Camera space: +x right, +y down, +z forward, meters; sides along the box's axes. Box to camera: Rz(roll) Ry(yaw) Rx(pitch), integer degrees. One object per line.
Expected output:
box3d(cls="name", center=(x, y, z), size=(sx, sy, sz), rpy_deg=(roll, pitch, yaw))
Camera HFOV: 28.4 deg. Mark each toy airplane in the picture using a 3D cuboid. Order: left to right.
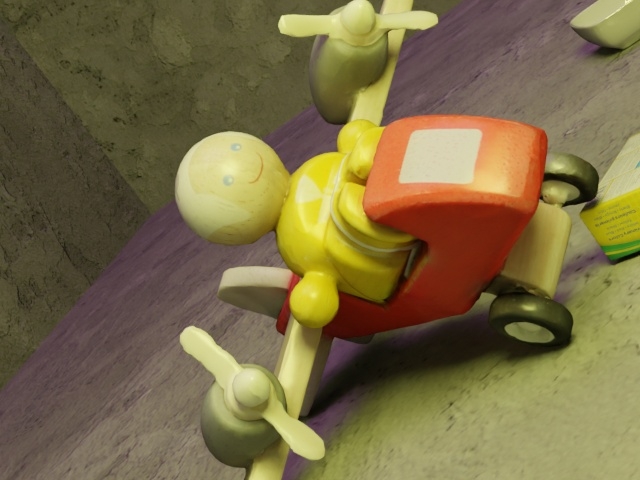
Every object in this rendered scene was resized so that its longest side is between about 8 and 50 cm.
box3d(cls="toy airplane", center=(0.000, 0.000, 1.007), size=(0.384, 0.272, 0.386), rpy_deg=(-57, 24, 19))

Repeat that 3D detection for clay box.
box3d(cls="clay box", center=(0.311, -0.068, 0.931), size=(0.222, 0.053, 0.127), rpy_deg=(-24, 17, 44))

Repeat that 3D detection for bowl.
box3d(cls="bowl", center=(0.392, -0.289, 1.579), size=(0.142, 0.053, 0.142), rpy_deg=(-36, 11, 5))
